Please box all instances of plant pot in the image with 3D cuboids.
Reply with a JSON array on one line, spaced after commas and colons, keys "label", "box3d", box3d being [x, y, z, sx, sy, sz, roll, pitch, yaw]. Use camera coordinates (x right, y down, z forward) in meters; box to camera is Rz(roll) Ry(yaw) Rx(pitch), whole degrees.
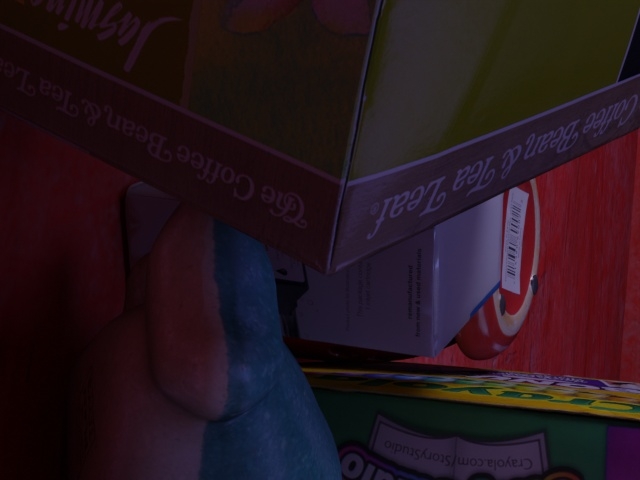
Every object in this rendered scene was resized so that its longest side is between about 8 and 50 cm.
[{"label": "plant pot", "box3d": [0.058, -0.004, 0.973, 0.191, 0.174, 0.191, 3, 90, -65]}]

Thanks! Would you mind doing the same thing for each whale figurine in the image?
[{"label": "whale figurine", "box3d": [-0.046, 0.094, 0.649, 0.272, 0.141, 0.216, 111, -24, -49]}]

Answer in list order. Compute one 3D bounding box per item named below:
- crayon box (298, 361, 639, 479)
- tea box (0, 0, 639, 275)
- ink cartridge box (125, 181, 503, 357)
[{"label": "crayon box", "box3d": [0.131, 0.145, 0.914, 0.313, 0.363, 0.106, 12, 82, -68]}, {"label": "tea box", "box3d": [0.042, -0.203, 0.601, 0.329, 0.220, 0.323, -23, 130, -51]}, {"label": "ink cartridge box", "box3d": [0.000, 0.000, 0.803, 0.139, 0.190, 0.082, -33, 125, -62]}]
